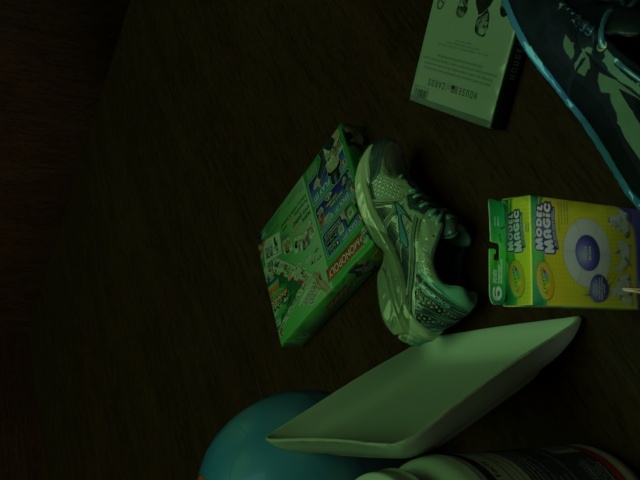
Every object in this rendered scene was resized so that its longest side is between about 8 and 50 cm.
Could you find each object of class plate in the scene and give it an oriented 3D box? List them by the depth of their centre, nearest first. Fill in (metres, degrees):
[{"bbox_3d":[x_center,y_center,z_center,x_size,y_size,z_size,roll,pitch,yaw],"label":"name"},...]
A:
[{"bbox_3d":[0.113,0.170,0.982,0.277,0.278,0.045,-18,97,57],"label":"plate"}]

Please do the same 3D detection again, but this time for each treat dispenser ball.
[{"bbox_3d":[-0.018,0.337,1.137,0.288,0.288,0.288,-12,76,59],"label":"treat dispenser ball"}]

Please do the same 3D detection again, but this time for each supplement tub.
[{"bbox_3d":[0.167,0.294,0.835,0.191,0.272,0.191,-11,77,59],"label":"supplement tub"}]

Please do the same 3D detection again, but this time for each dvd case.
[{"bbox_3d":[0.195,-0.272,1.103,0.179,0.030,0.238,36,117,56],"label":"dvd case"}]

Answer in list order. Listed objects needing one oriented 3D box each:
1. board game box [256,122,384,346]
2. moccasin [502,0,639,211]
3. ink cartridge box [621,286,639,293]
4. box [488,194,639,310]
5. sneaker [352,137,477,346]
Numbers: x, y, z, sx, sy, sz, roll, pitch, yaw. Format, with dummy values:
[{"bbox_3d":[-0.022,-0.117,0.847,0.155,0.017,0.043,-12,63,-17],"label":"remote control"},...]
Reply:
[{"bbox_3d":[0.000,0.000,1.390,0.317,0.046,0.213,-50,46,45],"label":"board game box"},{"bbox_3d":[0.297,-0.170,0.844,0.117,0.138,0.342,-49,60,40],"label":"moccasin"},{"bbox_3d":[0.354,0.010,0.667,0.231,0.134,0.078,173,104,-68],"label":"ink cartridge box"},{"bbox_3d":[0.234,0.013,0.849,0.043,0.179,0.105,-11,78,60],"label":"box"},{"bbox_3d":[0.132,-0.014,1.136,0.122,0.110,0.283,-29,62,35],"label":"sneaker"}]
